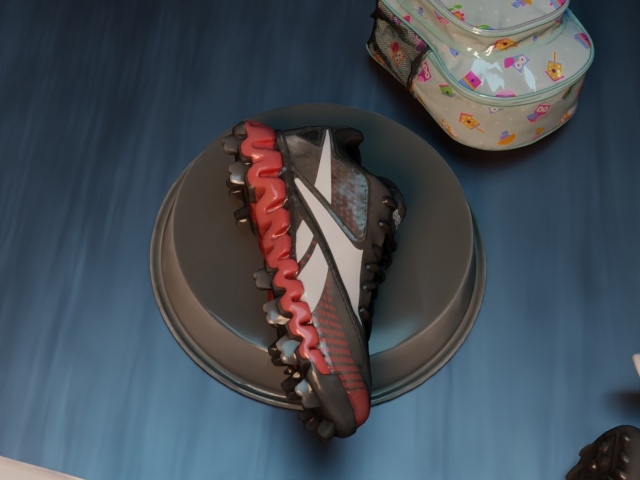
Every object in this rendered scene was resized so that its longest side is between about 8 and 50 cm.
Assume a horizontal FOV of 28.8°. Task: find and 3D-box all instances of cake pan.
[{"bbox_3d":[0.000,0.000,1.061,0.293,0.054,0.293,1,60,-2],"label":"cake pan"}]

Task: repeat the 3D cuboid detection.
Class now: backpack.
[{"bbox_3d":[0.153,-0.181,1.126,0.165,0.144,0.188,-23,67,-22],"label":"backpack"}]

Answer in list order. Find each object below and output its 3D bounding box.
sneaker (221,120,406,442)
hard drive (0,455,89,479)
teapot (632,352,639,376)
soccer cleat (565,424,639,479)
[{"bbox_3d":[0.011,0.018,0.962,0.135,0.098,0.276,-11,60,-7],"label":"sneaker"},{"bbox_3d":[-0.112,0.225,0.750,0.233,0.353,0.047,14,60,4],"label":"hard drive"},{"bbox_3d":[0.426,0.109,0.959,0.252,0.187,0.256,-6,39,-38],"label":"teapot"},{"bbox_3d":[0.222,0.291,0.893,0.116,0.108,0.318,21,58,-14],"label":"soccer cleat"}]
